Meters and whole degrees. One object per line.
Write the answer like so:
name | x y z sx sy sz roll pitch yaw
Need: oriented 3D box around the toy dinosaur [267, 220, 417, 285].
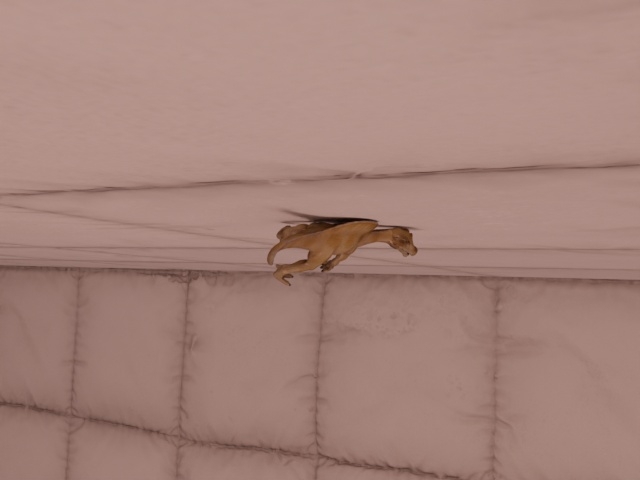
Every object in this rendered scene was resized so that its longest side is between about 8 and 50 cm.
toy dinosaur | 0.000 0.000 0.587 0.183 0.053 0.092 -4 166 -45
